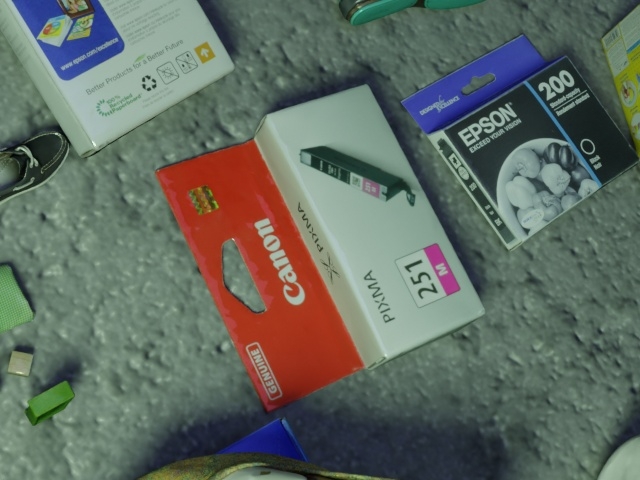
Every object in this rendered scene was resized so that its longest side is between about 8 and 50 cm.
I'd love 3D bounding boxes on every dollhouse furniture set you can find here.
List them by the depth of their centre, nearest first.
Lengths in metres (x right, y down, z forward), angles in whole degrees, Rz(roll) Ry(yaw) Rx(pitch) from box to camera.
[{"bbox_3d":[-0.274,0.087,0.935,0.076,0.058,0.151,-27,81,-27],"label":"dollhouse furniture set"}]

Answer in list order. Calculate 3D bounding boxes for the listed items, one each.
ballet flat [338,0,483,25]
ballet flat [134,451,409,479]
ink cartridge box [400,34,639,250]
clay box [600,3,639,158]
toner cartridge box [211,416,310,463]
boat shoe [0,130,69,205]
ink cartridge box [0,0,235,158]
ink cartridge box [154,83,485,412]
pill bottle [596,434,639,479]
[{"bbox_3d":[0.109,-0.297,1.218,0.203,0.074,0.074,-15,76,-22],"label":"ballet flat"},{"bbox_3d":[0.006,0.233,0.865,0.349,0.123,0.123,11,67,-16],"label":"ballet flat"},{"bbox_3d":[0.228,-0.123,1.207,0.206,0.045,0.208,-32,82,-27],"label":"ink cartridge box"},{"bbox_3d":[0.409,-0.168,1.243,0.053,0.127,0.222,-7,73,-22],"label":"clay box"},{"bbox_3d":[-0.143,0.303,0.891,0.348,0.075,0.165,-26,82,-26],"label":"toner cartridge box"},{"bbox_3d":[-0.287,-0.068,1.001,0.125,0.038,0.046,-35,85,-27],"label":"boat shoe"},{"bbox_3d":[-0.250,-0.281,1.030,0.176,0.069,0.371,-35,103,-27],"label":"ink cartridge box"},{"bbox_3d":[0.000,0.000,1.069,0.239,0.060,0.275,-21,78,-27],"label":"ink cartridge box"},{"bbox_3d":[0.415,0.304,1.046,0.278,0.162,0.162,21,64,-12],"label":"pill bottle"}]
